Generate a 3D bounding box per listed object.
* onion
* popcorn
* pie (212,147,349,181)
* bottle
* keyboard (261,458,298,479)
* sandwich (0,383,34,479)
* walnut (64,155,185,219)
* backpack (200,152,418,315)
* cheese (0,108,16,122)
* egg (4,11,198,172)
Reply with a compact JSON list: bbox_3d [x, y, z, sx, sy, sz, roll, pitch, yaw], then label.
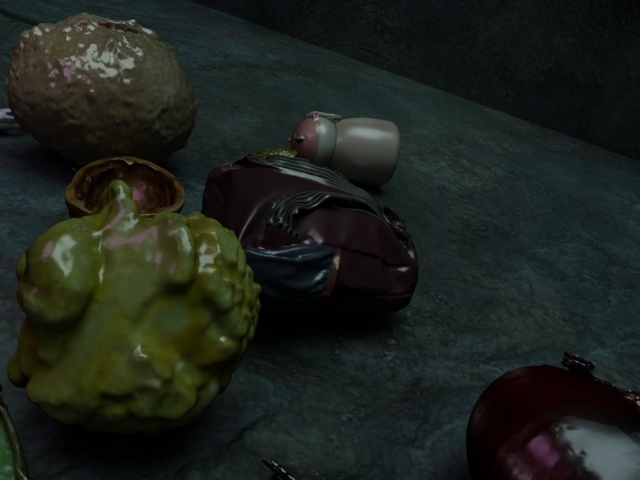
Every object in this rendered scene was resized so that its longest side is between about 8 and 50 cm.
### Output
[{"bbox_3d":[0.248,0.266,0.554,0.273,0.285,0.273,39,-4,3],"label":"onion"},{"bbox_3d":[-0.180,0.080,0.568,0.255,0.256,0.195,57,7,-13],"label":"popcorn"},{"bbox_3d":[-0.066,-0.096,1.096,0.303,0.066,0.302,16,29,-9],"label":"pie"},{"bbox_3d":[0.045,-0.208,1.273,0.237,0.147,0.147,6,31,-14],"label":"bottle"},{"bbox_3d":[0.026,0.267,0.526,0.196,0.074,0.015,31,66,24],"label":"keyboard"},{"bbox_3d":[-0.292,0.227,0.383,0.212,0.109,0.292,-18,42,-38],"label":"sandwich"},{"bbox_3d":[-0.291,-0.048,0.862,0.167,0.087,0.211,3,30,-14],"label":"walnut"},{"bbox_3d":[0.000,0.000,0.833,0.317,0.197,0.283,6,30,-23],"label":"backpack"},{"bbox_3d":[-0.620,-0.205,0.968,0.137,0.064,0.227,38,35,25],"label":"cheese"},{"bbox_3d":[-0.365,-0.246,0.989,0.310,0.279,0.279,13,26,-40],"label":"egg"}]
